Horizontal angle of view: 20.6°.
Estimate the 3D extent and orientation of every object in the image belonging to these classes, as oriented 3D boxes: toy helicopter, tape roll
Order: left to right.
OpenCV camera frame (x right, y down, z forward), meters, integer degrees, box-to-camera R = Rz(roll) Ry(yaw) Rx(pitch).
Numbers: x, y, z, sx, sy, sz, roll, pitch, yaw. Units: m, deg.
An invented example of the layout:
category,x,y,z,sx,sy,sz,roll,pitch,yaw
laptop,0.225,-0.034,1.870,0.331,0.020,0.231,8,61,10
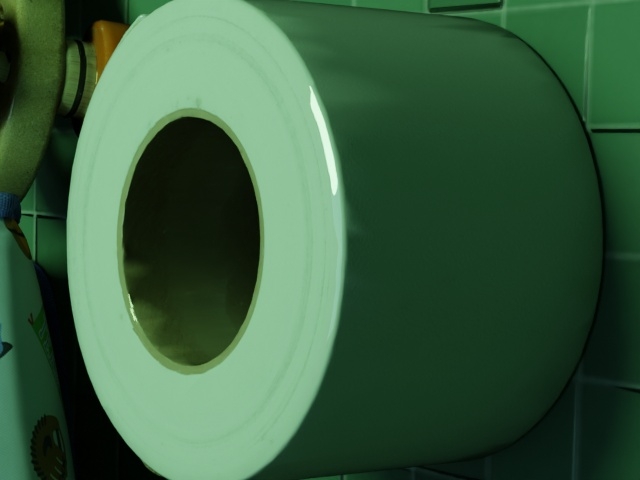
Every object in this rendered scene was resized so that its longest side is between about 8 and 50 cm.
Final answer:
category,x,y,z,sx,sy,sz,roll,pitch,yaw
toy helicopter,-0.237,-0.181,1.276,0.235,0.140,0.355,132,137,-52
tape roll,0.000,0.000,0.907,0.246,0.169,0.246,2,93,52

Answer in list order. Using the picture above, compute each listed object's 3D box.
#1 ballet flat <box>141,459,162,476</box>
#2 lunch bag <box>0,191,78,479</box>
category,x,y,z,sx,sy,sz,roll,pitch,yaw
ballet flat,-0.094,0.047,1.127,0.067,0.073,0.206,164,107,-79
lunch bag,-0.282,0.160,1.212,0.385,0.239,0.328,144,118,-72
